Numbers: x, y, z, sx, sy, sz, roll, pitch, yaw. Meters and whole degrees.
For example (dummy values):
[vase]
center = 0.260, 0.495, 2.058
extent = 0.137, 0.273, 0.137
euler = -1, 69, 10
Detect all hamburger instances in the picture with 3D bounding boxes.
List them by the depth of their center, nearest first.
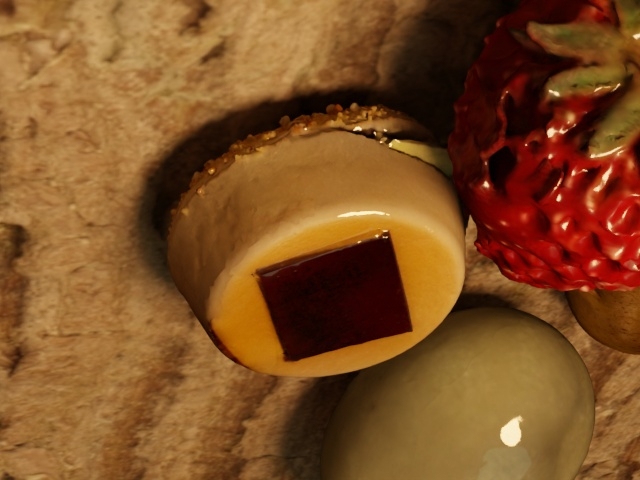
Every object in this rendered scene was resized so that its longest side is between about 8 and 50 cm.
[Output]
[hamburger]
center = 0.000, 0.000, 1.627
extent = 0.302, 0.170, 0.302
euler = -10, 141, -8

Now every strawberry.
[strawberry]
center = 0.255, -0.077, 1.539
extent = 0.295, 0.317, 0.345
euler = 1, 153, -7

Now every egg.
[egg]
center = 0.149, 0.223, 1.900
extent = 0.258, 0.258, 0.352
euler = 17, 124, -38

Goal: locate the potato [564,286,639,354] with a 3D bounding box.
[potato]
center = 0.363, -0.005, 1.787
extent = 0.196, 0.176, 0.369
euler = -9, 147, -20
